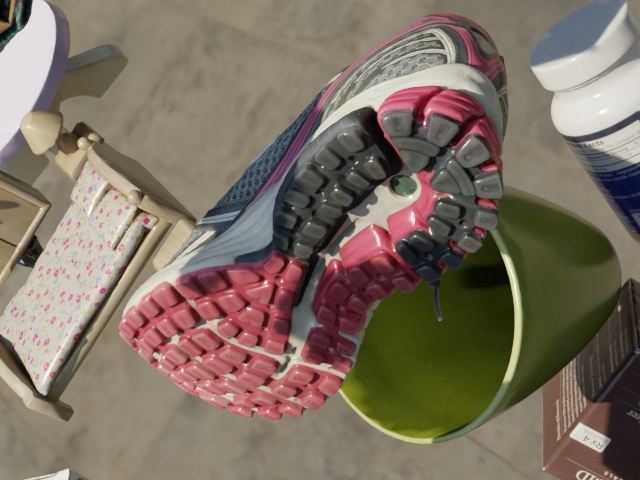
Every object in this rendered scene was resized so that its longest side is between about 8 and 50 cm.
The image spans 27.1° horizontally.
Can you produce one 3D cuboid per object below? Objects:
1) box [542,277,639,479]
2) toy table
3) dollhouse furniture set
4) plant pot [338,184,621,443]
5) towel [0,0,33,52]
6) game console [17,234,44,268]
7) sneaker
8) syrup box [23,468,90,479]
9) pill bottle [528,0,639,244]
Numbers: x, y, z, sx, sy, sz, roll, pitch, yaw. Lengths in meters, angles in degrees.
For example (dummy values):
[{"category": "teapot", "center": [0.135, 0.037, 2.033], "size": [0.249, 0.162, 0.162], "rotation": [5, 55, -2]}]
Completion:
[{"category": "box", "center": [0.385, 0.191, 1.573], "size": [0.203, 0.168, 0.167], "rotation": [-60, 7, 29]}, {"category": "toy table", "center": [-0.379, -0.174, 1.740], "size": [0.274, 0.161, 0.252], "rotation": [-38, 61, 21]}, {"category": "dollhouse furniture set", "center": [-0.282, 0.038, 1.079], "size": [0.303, 0.174, 0.355], "rotation": [-58, 36, 4]}, {"category": "plant pot", "center": [0.187, 0.052, 1.410], "size": [0.275, 0.294, 0.274], "rotation": [7, 100, 44]}, {"category": "towel", "center": [-0.260, -0.322, 1.091], "size": [0.271, 0.040, 0.370], "rotation": [167, 108, -66]}, {"category": "game console", "center": [-0.388, 0.019, 1.465], "size": [0.144, 0.124, 0.085], "rotation": [17, 67, 12]}, {"category": "sneaker", "center": [0.000, 0.000, 0.719], "size": [0.299, 0.121, 0.112], "rotation": [-39, 23, 40]}, {"category": "syrup box", "center": [-0.158, 0.265, 1.007], "size": [0.093, 0.237, 0.096], "rotation": [-18, 52, 24]}, {"category": "pill bottle", "center": [0.354, -0.131, 1.483], "size": [0.153, 0.264, 0.153], "rotation": [-32, 23, 15]}]
